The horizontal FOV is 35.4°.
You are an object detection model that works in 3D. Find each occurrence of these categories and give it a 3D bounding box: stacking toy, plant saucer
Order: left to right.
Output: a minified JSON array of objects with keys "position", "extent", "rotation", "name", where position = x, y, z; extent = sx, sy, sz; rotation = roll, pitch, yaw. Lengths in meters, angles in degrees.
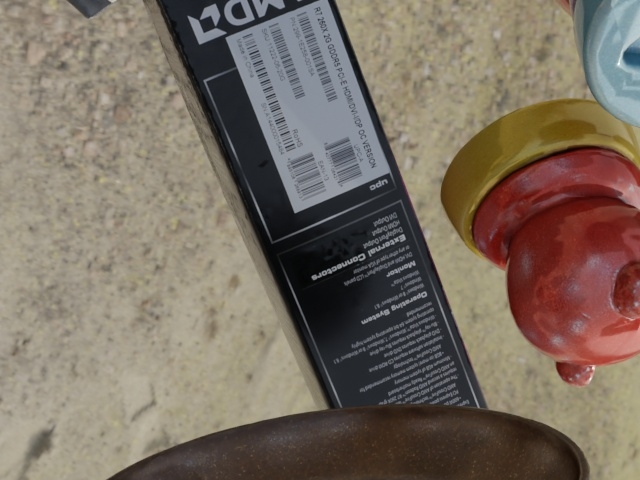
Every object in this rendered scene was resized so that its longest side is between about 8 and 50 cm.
[{"position":[0.003,0.108,0.384],"extent":[0.198,0.198,0.036],"rotation":[-14,98,-47],"name":"plant saucer"},{"position":[0.226,-0.061,0.502],"extent":[0.279,0.130,0.309],"rotation":[-6,140,-10],"name":"stacking toy"}]

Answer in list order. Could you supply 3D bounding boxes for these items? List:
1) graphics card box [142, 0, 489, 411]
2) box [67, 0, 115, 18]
[{"position":[0.000,0.000,0.643],"extent":[0.094,0.233,0.371],"rotation":[-25,105,-5],"name":"graphics card box"},{"position":[-0.230,-0.564,0.999],"extent":[0.480,0.297,0.472],"rotation":[-31,148,15],"name":"box"}]
